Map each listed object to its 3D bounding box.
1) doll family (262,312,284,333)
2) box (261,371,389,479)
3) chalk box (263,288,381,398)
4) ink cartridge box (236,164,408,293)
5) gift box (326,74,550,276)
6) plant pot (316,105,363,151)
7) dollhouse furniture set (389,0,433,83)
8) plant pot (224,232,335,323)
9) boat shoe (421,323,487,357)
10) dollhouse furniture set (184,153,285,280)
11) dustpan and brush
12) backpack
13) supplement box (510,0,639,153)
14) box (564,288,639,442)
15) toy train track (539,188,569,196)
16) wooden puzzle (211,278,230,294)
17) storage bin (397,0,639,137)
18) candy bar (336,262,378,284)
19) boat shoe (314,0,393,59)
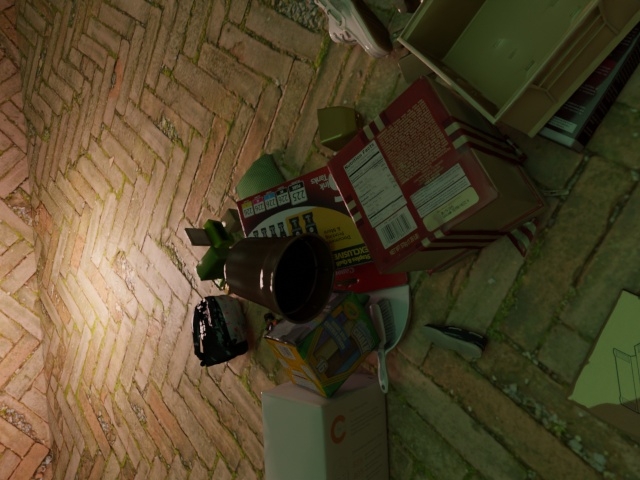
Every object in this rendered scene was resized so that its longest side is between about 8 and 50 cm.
[{"bbox_3d":[-0.096,0.209,1.133,0.193,0.076,0.111,-43,68,34],"label":"doll family"},{"bbox_3d":[0.017,0.467,0.938,0.168,0.214,0.346,-3,89,40],"label":"box"},{"bbox_3d":[0.021,0.185,0.923,0.132,0.213,0.132,-3,120,55],"label":"chalk box"},{"bbox_3d":[0.000,0.000,0.971,0.309,0.130,0.272,-16,89,35],"label":"ink cartridge box"},{"bbox_3d":[0.201,-0.070,0.765,0.255,0.258,0.277,-33,70,36],"label":"gift box"},{"bbox_3d":[0.050,-0.254,1.014,0.083,0.081,0.082,-10,83,27],"label":"plant pot"},{"bbox_3d":[0.221,-0.428,0.904,0.144,0.123,0.151,-14,115,39],"label":"dollhouse furniture set"},{"bbox_3d":[-0.087,0.062,0.873,0.165,0.166,0.167,6,93,40],"label":"plant pot"},{"bbox_3d":[0.253,0.182,0.864,0.125,0.038,0.046,12,139,45],"label":"boat shoe"},{"bbox_3d":[-0.221,-0.066,1.187,0.301,0.151,0.198,-48,61,28],"label":"dollhouse furniture set"},{"bbox_3d":[0.130,0.205,0.950,0.147,0.060,0.211,-16,79,39],"label":"dustpan and brush"},{"bbox_3d":[-0.276,0.240,1.256,0.151,0.115,0.182,-27,71,24],"label":"backpack"},{"bbox_3d":[0.410,-0.276,0.713,0.130,0.073,0.240,40,115,34],"label":"supplement box"},{"bbox_3d":[0.491,0.198,0.676,0.164,0.021,0.201,29,107,36],"label":"box"},{"bbox_3d":[0.379,-0.078,0.778,0.083,0.014,0.048,-3,81,34],"label":"toy train track"},{"bbox_3d":[-0.297,0.103,1.339,0.116,0.014,0.079,34,110,35],"label":"wooden puzzle"},{"bbox_3d":[0.299,-0.341,0.689,0.260,0.123,0.262,-54,49,29],"label":"storage bin"},{"bbox_3d":[0.078,0.069,1.024,0.161,0.018,0.040,-22,76,38],"label":"candy bar"},{"bbox_3d":[0.065,-0.471,0.995,0.096,0.098,0.277,-45,54,31],"label":"boat shoe"}]
